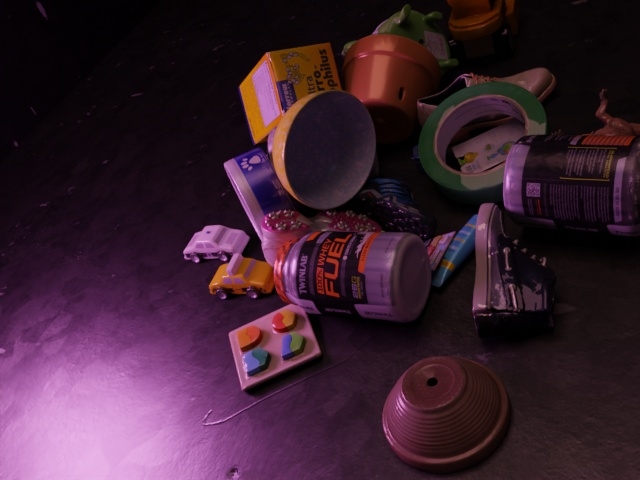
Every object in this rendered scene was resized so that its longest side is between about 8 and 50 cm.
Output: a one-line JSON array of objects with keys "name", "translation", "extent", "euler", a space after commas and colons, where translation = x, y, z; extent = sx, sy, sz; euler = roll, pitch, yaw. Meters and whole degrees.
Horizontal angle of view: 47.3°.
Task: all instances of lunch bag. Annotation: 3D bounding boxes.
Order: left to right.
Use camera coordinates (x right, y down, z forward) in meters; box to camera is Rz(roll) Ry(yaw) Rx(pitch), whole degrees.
[{"name": "lunch bag", "translation": [0.293, -0.230, 1.965], "extent": [0.098, 0.065, 0.067], "euler": [-15, 37, 13]}]

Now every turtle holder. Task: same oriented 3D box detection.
[{"name": "turtle holder", "translation": [0.242, -0.560, 2.248], "extent": [0.320, 0.243, 0.227], "euler": [-40, 11, -36]}]

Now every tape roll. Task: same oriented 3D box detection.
[{"name": "tape roll", "translation": [0.406, -0.244, 1.819], "extent": [0.321, 0.077, 0.321], "euler": [-13, 58, 22]}]

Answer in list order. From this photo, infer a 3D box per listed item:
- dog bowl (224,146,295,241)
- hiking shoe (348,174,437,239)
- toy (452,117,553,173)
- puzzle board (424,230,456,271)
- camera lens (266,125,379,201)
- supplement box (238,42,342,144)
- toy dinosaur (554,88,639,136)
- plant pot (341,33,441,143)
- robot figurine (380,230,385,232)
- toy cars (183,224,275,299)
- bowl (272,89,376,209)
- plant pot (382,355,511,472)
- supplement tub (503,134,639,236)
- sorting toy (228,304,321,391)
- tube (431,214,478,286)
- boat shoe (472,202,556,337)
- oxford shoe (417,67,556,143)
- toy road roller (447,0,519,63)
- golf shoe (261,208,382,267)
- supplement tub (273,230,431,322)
[{"name": "dog bowl", "translation": [-0.148, -0.105, 1.903], "extent": [0.104, 0.265, 0.265], "euler": [-27, 36, -6]}, {"name": "hiking shoe", "translation": [0.192, -0.099, 1.822], "extent": [0.132, 0.113, 0.304], "euler": [-38, 39, -19]}, {"name": "toy", "translation": [0.469, -0.236, 1.876], "extent": [0.237, 0.056, 0.137], "euler": [-22, 42, 11]}, {"name": "puzzle board", "translation": [0.251, 0.032, 1.676], "extent": [0.096, 0.011, 0.128], "euler": [-23, 26, 52]}, {"name": "camera lens", "translation": [0.003, -0.238, 2.017], "extent": [0.274, 0.219, 0.219], "euler": [-15, 37, 14]}, {"name": "supplement box", "translation": [-0.093, -0.428, 2.173], "extent": [0.195, 0.194, 0.356], "euler": [-15, 1, -20]}, {"name": "toy dinosaur", "translation": [0.675, -0.219, 1.684], "extent": [0.295, 0.127, 0.200], "euler": [-38, 44, -8]}, {"name": "plant pot", "translation": [0.187, -0.418, 2.107], "extent": [0.291, 0.291, 0.203], "euler": [-1, 58, 30]}, {"name": "robot figurine", "translation": [0.155, 0.026, 1.726], "extent": [0.101, 0.067, 0.115], "euler": [-21, 36, -2]}, {"name": "toy cars", "translation": [-0.251, 0.040, 1.934], "extent": [0.176, 0.087, 0.393], "euler": [-34, 37, -12]}, {"name": "bowl", "translation": [-0.018, -0.233, 1.808], "extent": [0.289, 0.289, 0.156], "euler": [-42, 36, -21]}, {"name": "plant pot", "translation": [0.217, 0.289, 1.327], "extent": [0.237, 0.110, 0.237], "euler": [-16, 36, 12]}, {"name": "supplement tub", "translation": [0.577, -0.118, 1.537], "extent": [0.338, 0.207, 0.207], "euler": [8, 47, 37]}, {"name": "sorting toy", "translation": [-0.110, 0.229, 1.655], "extent": [0.193, 0.038, 0.208], "euler": [-25, 36, 1]}, {"name": "tube", "translation": [0.306, 0.028, 1.657], "extent": [0.207, 0.052, 0.080], "euler": [-45, 24, -18]}, {"name": "boat shoe", "translation": [0.405, 0.055, 1.514], "extent": [0.158, 0.127, 0.341], "euler": [-3, 49, 18]}, {"name": "oxford shoe", "translation": [0.455, -0.396, 2.006], "extent": [0.397, 0.146, 0.140], "euler": [-25, 35, 0]}, {"name": "toy road roller", "translation": [0.505, -0.733, 2.318], "extent": [0.202, 0.241, 0.329], "euler": [-6, 40, 25]}, {"name": "golf shoe", "translation": [0.000, 0.000, 1.800], "extent": [0.306, 0.140, 0.115], "euler": [1, 31, -13]}, {"name": "supplement tub", "translation": [0.067, 0.075, 1.611], "extent": [0.316, 0.194, 0.193], "euler": [0, 43, 32]}]
